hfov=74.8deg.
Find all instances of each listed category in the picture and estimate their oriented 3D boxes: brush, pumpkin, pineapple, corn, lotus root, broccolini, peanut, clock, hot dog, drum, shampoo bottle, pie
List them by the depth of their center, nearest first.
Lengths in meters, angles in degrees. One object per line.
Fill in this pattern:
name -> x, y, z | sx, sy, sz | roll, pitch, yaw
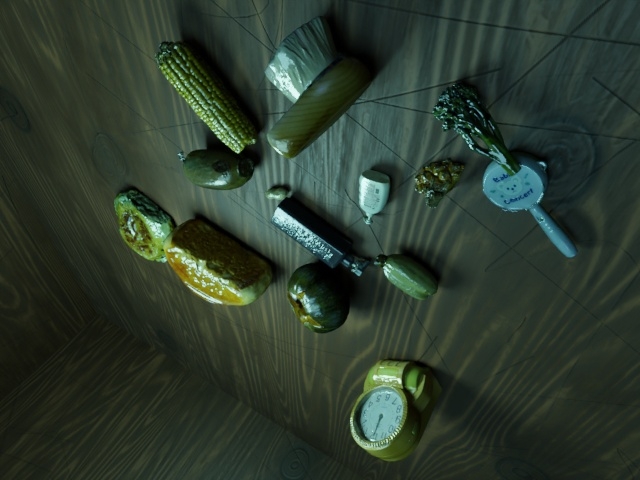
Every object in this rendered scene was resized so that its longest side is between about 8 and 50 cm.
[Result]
broccolini -> 0.291, -0.202, 0.759 | 0.202, 0.091, 0.068 | 46, -173, 12
brush -> -0.034, -0.286, 0.808 | 0.166, 0.266, 0.174 | 43, 152, -8
drum -> 0.412, -0.062, 0.844 | 0.130, 0.049, 0.253 | -10, 121, 44
pineapple -> 0.250, -0.109, 0.897 | 0.115, 0.114, 0.077 | 3, 149, 42
shampoo bottle -> 0.129, -0.098, 1.040 | 0.077, 0.045, 0.151 | 21, 137, 19
corn -> -0.282, -0.363, 1.060 | 0.115, 0.115, 0.317 | -18, 117, 47
lotus root -> 0.230, 0.088, 1.120 | 0.183, 0.077, 0.090 | 33, 135, 2
lotus root -> -0.297, -0.205, 1.213 | 0.241, 0.124, 0.122 | 13, 120, 33
peanut -> -0.131, -0.138, 1.222 | 0.083, 0.037, 0.037 | 9, 133, 42
shampoo bottle -> 0.000, 0.000, 1.223 | 0.310, 0.071, 0.098 | 37, 141, 2
pumpkin -> -0.004, 0.183, 1.339 | 0.238, 0.159, 0.237 | 43, 153, 28
clock -> 0.245, 0.572, 1.409 | 0.244, 0.316, 0.200 | -15, 124, 46
hot dog -> -0.376, 0.107, 1.543 | 0.405, 0.185, 0.223 | 32, 140, 9
pie -> -0.729, -0.053, 1.739 | 0.355, 0.103, 0.288 | 42, 136, -1
